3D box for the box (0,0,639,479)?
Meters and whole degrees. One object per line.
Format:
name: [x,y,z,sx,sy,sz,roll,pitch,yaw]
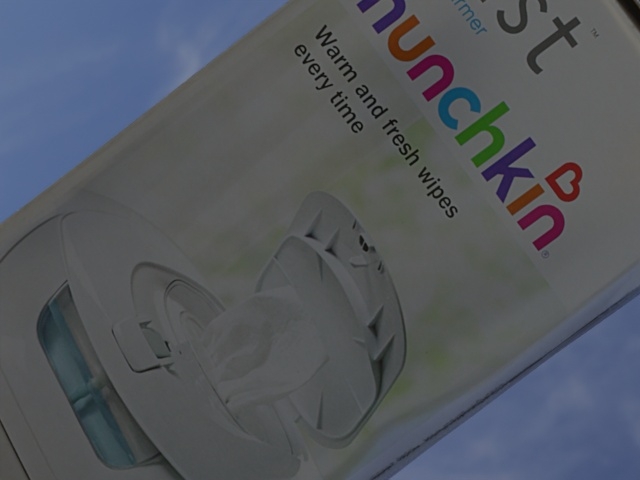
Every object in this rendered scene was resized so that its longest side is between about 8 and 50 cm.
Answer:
box: [0.000,0.000,0.502,0.231,0.127,0.262,-38,-177,6]
